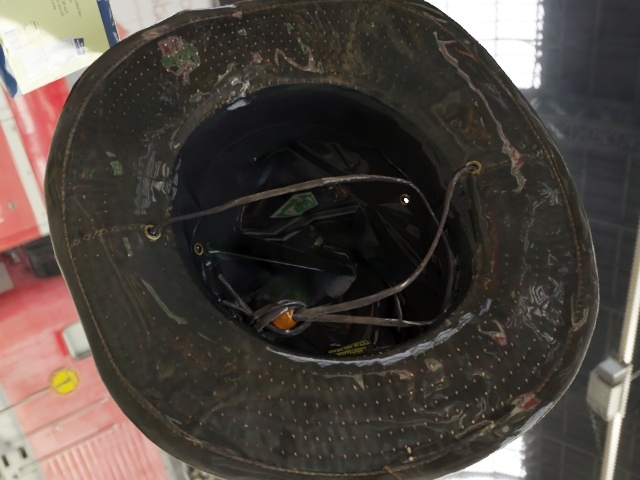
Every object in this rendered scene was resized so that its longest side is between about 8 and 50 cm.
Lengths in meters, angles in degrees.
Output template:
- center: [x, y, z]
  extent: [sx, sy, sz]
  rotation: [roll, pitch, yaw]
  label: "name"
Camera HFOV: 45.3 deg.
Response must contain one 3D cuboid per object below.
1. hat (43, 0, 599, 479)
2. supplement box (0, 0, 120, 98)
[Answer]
- center: [0.000, 0.000, 0.482]
  extent: [0.331, 0.331, 0.134]
  rotation: [57, -17, 23]
  label: "hat"
- center: [-0.187, -0.154, 0.502]
  extent: [0.056, 0.083, 0.083]
  rotation: [50, -21, 25]
  label: "supplement box"
